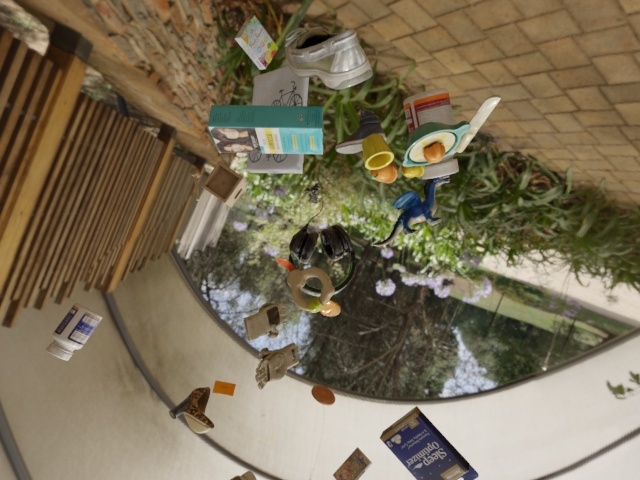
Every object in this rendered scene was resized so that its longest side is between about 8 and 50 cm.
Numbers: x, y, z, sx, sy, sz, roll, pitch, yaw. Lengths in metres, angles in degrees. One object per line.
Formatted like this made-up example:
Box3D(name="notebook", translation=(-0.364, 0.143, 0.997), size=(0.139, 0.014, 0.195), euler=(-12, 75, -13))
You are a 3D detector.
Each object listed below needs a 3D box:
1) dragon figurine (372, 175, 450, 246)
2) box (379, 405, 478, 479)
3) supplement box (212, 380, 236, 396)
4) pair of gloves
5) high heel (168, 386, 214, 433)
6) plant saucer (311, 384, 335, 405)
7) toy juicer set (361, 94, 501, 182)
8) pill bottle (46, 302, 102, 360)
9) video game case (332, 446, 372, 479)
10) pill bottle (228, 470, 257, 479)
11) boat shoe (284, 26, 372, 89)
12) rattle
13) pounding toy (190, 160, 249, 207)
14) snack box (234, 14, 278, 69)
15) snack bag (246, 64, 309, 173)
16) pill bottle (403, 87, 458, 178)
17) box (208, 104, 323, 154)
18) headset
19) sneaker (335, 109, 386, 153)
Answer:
Box3D(name="dragon figurine", translation=(0.270, -0.094, 1.248), size=(0.144, 0.289, 0.085), euler=(64, -166, 11))
Box3D(name="box", translation=(0.279, 0.557, 1.070), size=(0.225, 0.136, 0.036), euler=(45, -157, 9))
Box3D(name="supplement box", translation=(-0.285, 0.438, 1.226), size=(0.062, 0.036, 0.098), euler=(13, 159, -8))
Box3D(name="pair of gloves", translation=(-0.158, 0.319, 1.307), size=(0.042, 0.240, 0.204), euler=(-11, -172, 30))
Box3D(name="high heel", translation=(-0.455, 0.657, 1.642), size=(0.261, 0.093, 0.186), euler=(0, -160, 39))
Box3D(name="plant saucer", translation=(0.010, 0.490, 1.319), size=(0.083, 0.013, 0.083), euler=(24, -164, -7))
Box3D(name="toy juicer set", translation=(0.268, -0.211, 1.007), size=(0.328, 0.090, 0.209), euler=(-18, 157, 5))
Box3D(name="pill bottle", translation=(-0.908, 0.336, 1.525), size=(0.111, 0.187, 0.112), euler=(24, 158, 11))
Box3D(name="video game case", translation=(0.104, 0.751, 1.361), size=(0.011, 0.122, 0.087), euler=(54, 164, -22))
Box3D(name="pill bottle", translation=(-0.247, 0.718, 1.170), size=(0.137, 0.078, 0.078), euler=(-12, -155, -41))
Box3D(name="boat shoe", translation=(0.002, -0.405, 0.871), size=(0.320, 0.118, 0.103), euler=(56, 169, 51))
Box3D(name="rattle", translation=(-0.029, 0.126, 1.231), size=(0.199, 0.130, 0.142), euler=(37, -162, 33))
Box3D(name="pounding toy", translation=(-0.430, -0.225, 1.688), size=(0.206, 0.181, 0.094), euler=(34, 178, 11))
Box3D(name="snack box", translation=(-0.217, -0.678, 1.426), size=(0.037, 0.100, 0.141), euler=(13, 161, 39))
Box3D(name="snack bag", translation=(-0.139, -0.387, 1.327), size=(0.037, 0.343, 0.323), euler=(1, -174, -39))
Box3D(name="pill bottle", translation=(0.305, -0.286, 1.125), size=(0.121, 0.221, 0.121), euler=(-13, -170, 2))
Box3D(name="box", translation=(-0.115, -0.245, 0.923), size=(0.244, 0.060, 0.100), euler=(1, 158, 2))
Box3D(name="headset", translation=(0.000, 0.000, 1.503), size=(0.243, 0.395, 0.185), euler=(-4, 157, -10))
Box3D(name="sneaker", translation=(0.164, -0.483, 1.839), size=(0.226, 0.164, 0.086), euler=(-14, 163, 6))
